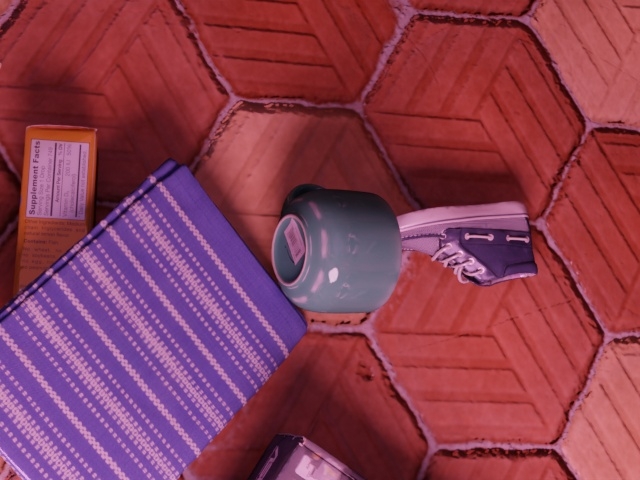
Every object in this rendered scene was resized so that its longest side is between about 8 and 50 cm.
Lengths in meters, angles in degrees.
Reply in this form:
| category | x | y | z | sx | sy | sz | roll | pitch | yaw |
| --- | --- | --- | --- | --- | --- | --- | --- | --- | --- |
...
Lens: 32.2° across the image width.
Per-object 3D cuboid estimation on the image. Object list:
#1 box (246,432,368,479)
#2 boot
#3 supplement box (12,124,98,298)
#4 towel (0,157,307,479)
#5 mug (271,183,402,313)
| category | x | y | z | sx | sy | sz | roll | pitch | yaw |
| --- | --- | --- | --- | --- | --- | --- | --- | --- | --- |
| box | -0.011 | 0.434 | 1.059 | 0.318 | 0.097 | 0.395 | 37 | 72 | -11 |
| boot | 0.152 | 0.010 | 1.225 | 0.190 | 0.069 | 0.086 | -7 | 77 | -16 |
| supplement box | -0.268 | 0.004 | 1.125 | 0.080 | 0.078 | 0.233 | 5 | 76 | -10 |
| towel | -0.180 | 0.105 | 1.088 | 0.336 | 0.040 | 0.243 | -46 | 107 | -30 |
| mug | 0.001 | 0.009 | 1.159 | 0.097 | 0.157 | 0.130 | 2 | 96 | -32 |
